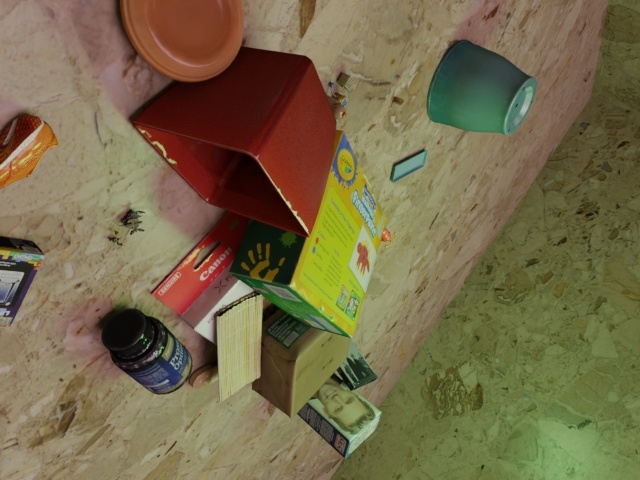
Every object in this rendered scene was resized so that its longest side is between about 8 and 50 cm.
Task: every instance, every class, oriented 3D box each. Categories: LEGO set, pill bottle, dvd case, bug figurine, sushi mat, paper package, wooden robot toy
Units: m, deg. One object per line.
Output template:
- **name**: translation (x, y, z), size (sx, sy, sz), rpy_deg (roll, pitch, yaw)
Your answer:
- **LEGO set**: translation (-0.363, -0.028, 0.902), size (0.083, 0.023, 0.054), rpy_deg (-34, 143, -11)
- **pill bottle**: translation (-0.371, 0.239, 1.033), size (0.123, 0.122, 0.219), rpy_deg (-44, 148, -20)
- **dvd case**: translation (0.093, 0.427, 1.761), size (0.030, 0.239, 0.179), rpy_deg (-49, 154, 22)
- **bug figurine**: translation (0.147, 0.038, 1.635), size (0.279, 0.072, 0.216), rpy_deg (-56, 149, -1)
- **sushi mat**: translation (-0.210, 0.280, 1.260), size (0.151, 0.019, 0.317), rpy_deg (-27, 135, -40)
- **paper package**: translation (-0.049, 0.327, 1.500), size (0.324, 0.168, 0.310), rpy_deg (-36, 144, -42)
- **wooden robot toy**: translation (0.039, -0.313, 1.146), size (0.173, 0.079, 0.076), rpy_deg (-51, 149, -9)

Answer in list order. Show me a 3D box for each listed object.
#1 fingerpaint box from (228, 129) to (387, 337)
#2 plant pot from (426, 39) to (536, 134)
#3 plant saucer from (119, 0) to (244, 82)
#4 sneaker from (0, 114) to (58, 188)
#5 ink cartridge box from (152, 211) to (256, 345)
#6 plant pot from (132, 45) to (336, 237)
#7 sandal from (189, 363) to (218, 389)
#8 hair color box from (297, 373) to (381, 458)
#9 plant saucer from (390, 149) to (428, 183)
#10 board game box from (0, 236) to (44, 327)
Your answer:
- **fingerpaint box**: translation (0.000, 0.000, 1.200), size (0.445, 0.163, 0.371), rpy_deg (49, 56, -59)
- **plant pot**: translation (0.523, -0.462, 1.525), size (0.271, 0.255, 0.272), rpy_deg (-36, 144, -31)
- **plant saucer**: translation (-0.203, -0.350, 0.744), size (0.199, 0.037, 0.200), rpy_deg (-13, 113, -34)
- **sneaker**: translation (-0.445, -0.098, 0.676), size (0.175, 0.064, 0.067), rpy_deg (-45, 158, -14)
- **ink cartridge box**: translation (-0.221, 0.088, 1.165), size (0.296, 0.066, 0.261), rpy_deg (-49, 150, -13)
- **plant pot**: translation (-0.117, -0.198, 0.883), size (0.236, 0.267, 0.267), rpy_deg (-63, 152, -18)
- **sandal**: translation (-0.252, 0.372, 1.368), size (0.240, 0.079, 0.088), rpy_deg (-21, 134, -45)
- **hair color box**: translation (0.020, 0.561, 1.668), size (0.173, 0.347, 0.105), rpy_deg (-26, 138, -42)
- **plant saucer**: translation (0.302, -0.256, 1.637), size (0.192, 0.018, 0.067), rpy_deg (-31, 141, -38)
- **board game box**: translation (-0.529, 0.059, 0.714), size (0.141, 0.048, 0.170), rpy_deg (-59, 150, 7)
